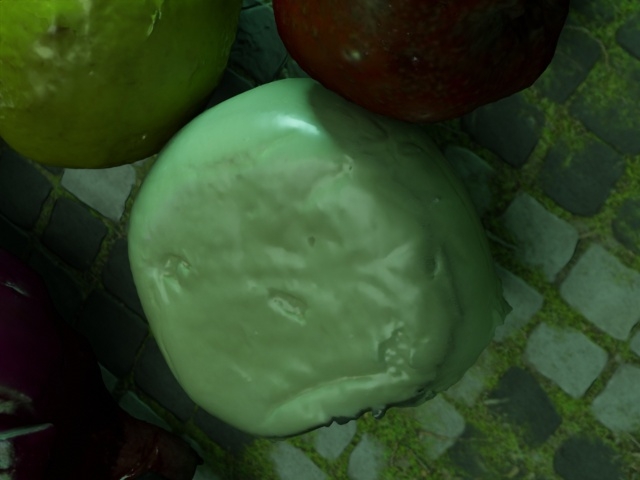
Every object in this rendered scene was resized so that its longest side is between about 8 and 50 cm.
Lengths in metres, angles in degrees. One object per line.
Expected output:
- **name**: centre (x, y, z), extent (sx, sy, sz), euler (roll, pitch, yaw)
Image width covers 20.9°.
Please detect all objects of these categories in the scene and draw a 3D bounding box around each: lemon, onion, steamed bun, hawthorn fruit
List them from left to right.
- **onion**: centre (-0.336, 0.200, 1.856), extent (0.398, 0.420, 0.398), euler (-176, 90, -67)
- **lemon**: centre (-0.201, -0.202, 1.588), extent (0.260, 0.260, 0.284), euler (42, 101, 6)
- **steamed bun**: centre (0.000, 0.000, 1.580), extent (0.333, 0.233, 0.312), euler (-10, 105, 25)
- **hawthorn fruit**: centre (0.056, -0.229, 1.430), extent (0.300, 0.254, 0.254), euler (16, 120, 33)

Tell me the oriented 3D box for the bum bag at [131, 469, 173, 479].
- **bum bag**: centre (-0.142, 0.311, 1.835), extent (0.123, 0.248, 0.060), euler (-46, 51, 13)
